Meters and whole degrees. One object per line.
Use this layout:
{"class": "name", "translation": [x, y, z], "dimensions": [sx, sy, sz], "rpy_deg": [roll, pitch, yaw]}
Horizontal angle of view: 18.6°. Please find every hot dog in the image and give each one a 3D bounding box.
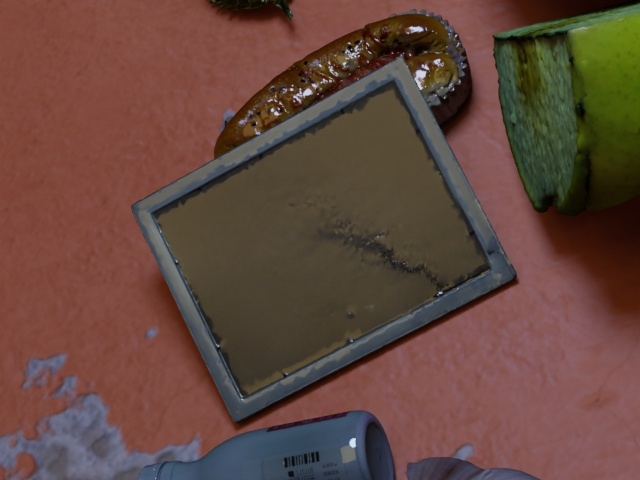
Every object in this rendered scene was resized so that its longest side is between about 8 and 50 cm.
{"class": "hot dog", "translation": [0.018, -0.121, 1.845], "dimensions": [0.268, 0.075, 0.144], "rpy_deg": [-36, 59, 7]}

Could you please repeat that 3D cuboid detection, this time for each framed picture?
{"class": "framed picture", "translation": [0.000, 0.000, 1.779], "dimensions": [0.293, 0.018, 0.231], "rpy_deg": [-28, 80, 10]}

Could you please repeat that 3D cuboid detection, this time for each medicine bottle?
{"class": "medicine bottle", "translation": [-0.049, 0.209, 1.700], "dimensions": [0.216, 0.090, 0.090], "rpy_deg": [-13, 61, 19]}

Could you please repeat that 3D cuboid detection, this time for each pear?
{"class": "pear", "translation": [0.292, -0.131, 1.659], "dimensions": [0.292, 0.292, 0.159], "rpy_deg": [-15, 97, 17]}

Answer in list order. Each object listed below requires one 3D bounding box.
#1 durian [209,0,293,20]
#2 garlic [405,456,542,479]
{"class": "durian", "translation": [-0.085, -0.294, 1.981], "dimensions": [0.100, 0.086, 0.215], "rpy_deg": [-15, 57, 2]}
{"class": "garlic", "translation": [0.102, 0.298, 1.526], "dimensions": [0.207, 0.207, 0.257], "rpy_deg": [14, 85, 29]}
